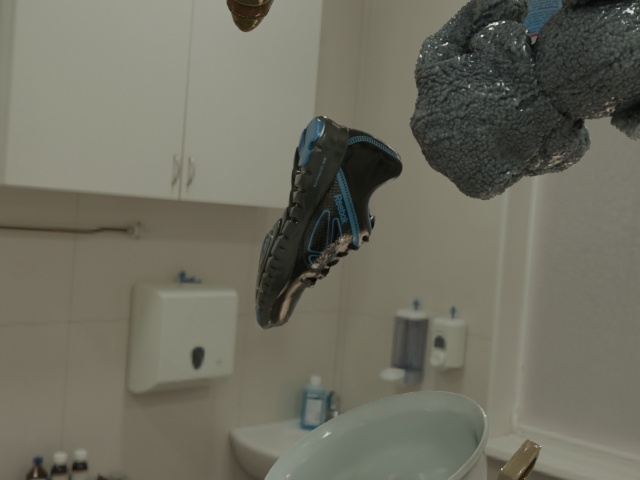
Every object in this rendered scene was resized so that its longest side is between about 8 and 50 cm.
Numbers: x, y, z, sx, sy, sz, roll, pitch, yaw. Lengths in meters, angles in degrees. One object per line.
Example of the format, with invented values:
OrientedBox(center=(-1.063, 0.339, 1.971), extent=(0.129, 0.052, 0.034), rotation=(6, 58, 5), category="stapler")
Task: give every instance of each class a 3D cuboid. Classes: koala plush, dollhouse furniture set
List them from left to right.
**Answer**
OrientedBox(center=(0.324, 0.401, 1.180), extent=(0.123, 0.151, 0.144), rotation=(25, 25, 27), category="dollhouse furniture set")
OrientedBox(center=(0.209, -0.142, 0.693), extent=(0.221, 0.196, 0.203), rotation=(-17, 14, 44), category="koala plush")

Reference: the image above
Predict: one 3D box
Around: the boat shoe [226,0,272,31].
OrientedBox(center=(-0.113, -0.507, 1.418), extent=(0.110, 0.307, 0.104), rotation=(15, -30, -1), category="boat shoe")

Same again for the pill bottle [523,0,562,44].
OrientedBox(center=(0.258, -0.244, 0.898), extent=(0.087, 0.160, 0.087), rotation=(1, -6, 0), category="pill bottle")

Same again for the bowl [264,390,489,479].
OrientedBox(center=(0.084, 0.318, 0.992), extent=(0.297, 0.134, 0.298), rotation=(-20, 10, 4), category="bowl")

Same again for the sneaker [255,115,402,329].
OrientedBox(center=(0.000, 0.000, 1.116), extent=(0.139, 0.341, 0.125), rotation=(15, 33, -14), category="sneaker")
